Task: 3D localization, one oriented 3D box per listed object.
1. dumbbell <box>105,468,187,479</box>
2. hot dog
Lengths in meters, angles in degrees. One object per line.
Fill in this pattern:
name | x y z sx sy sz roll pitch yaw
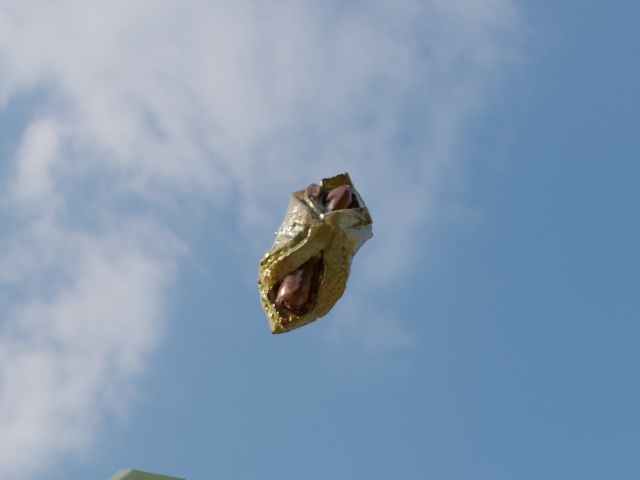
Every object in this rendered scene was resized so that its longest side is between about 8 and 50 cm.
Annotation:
dumbbell | -0.178 0.341 1.103 0.108 0.121 0.302 5 -69 -45
hot dog | -0.001 -0.001 1.080 0.078 0.169 0.061 17 -33 7
